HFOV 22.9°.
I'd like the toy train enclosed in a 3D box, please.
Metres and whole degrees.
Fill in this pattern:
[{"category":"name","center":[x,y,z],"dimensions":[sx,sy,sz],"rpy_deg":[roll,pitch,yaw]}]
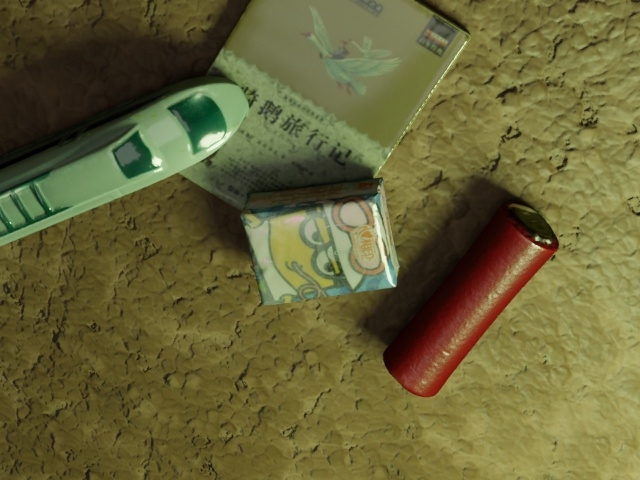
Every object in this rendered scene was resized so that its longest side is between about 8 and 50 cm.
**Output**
[{"category":"toy train","center":[-0.265,-0.075,1.712],"dimensions":[0.407,0.088,0.086],"rpy_deg":[-21,108,21]}]

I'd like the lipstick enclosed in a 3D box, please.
[{"category":"lipstick","center":[0.162,0.066,1.727],"dimensions":[0.080,0.080,0.241],"rpy_deg":[34,114,-7]}]

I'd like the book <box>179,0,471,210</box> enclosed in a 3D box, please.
[{"category":"book","center":[-0.013,-0.152,1.687],"dimensions":[0.217,0.021,0.310],"rpy_deg":[32,115,-6]}]

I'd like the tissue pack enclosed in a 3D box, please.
[{"category":"tissue pack","center":[0.000,0.000,1.709],"dimensions":[0.155,0.065,0.116],"rpy_deg":[-7,114,12]}]
